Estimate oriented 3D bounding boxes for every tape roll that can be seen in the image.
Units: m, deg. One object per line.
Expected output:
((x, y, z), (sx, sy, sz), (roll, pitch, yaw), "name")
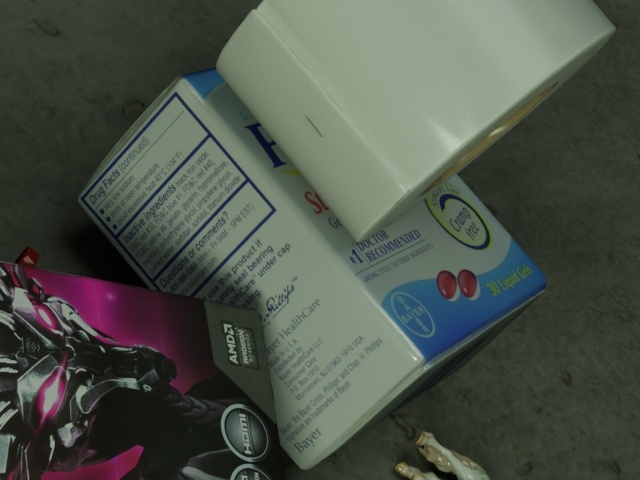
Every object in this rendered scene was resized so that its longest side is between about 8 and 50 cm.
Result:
((0.069, -0.137, 1.393), (0.169, 0.246, 0.246), (50, 40, 3), "tape roll")

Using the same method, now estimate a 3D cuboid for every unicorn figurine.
((0.110, 0.222, 1.555), (0.111, 0.060, 0.162), (37, 41, -9), "unicorn figurine")

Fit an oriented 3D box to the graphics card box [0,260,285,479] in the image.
((-0.194, 0.135, 1.267), (0.371, 0.094, 0.232), (14, 54, -37), "graphics card box")

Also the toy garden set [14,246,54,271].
((-0.175, 0.134, 1.405), (0.204, 0.049, 0.244), (36, 42, -13), "toy garden set")

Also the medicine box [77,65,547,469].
((0.000, 0.000, 1.545), (0.289, 0.149, 0.263), (50, 29, 9), "medicine box")
